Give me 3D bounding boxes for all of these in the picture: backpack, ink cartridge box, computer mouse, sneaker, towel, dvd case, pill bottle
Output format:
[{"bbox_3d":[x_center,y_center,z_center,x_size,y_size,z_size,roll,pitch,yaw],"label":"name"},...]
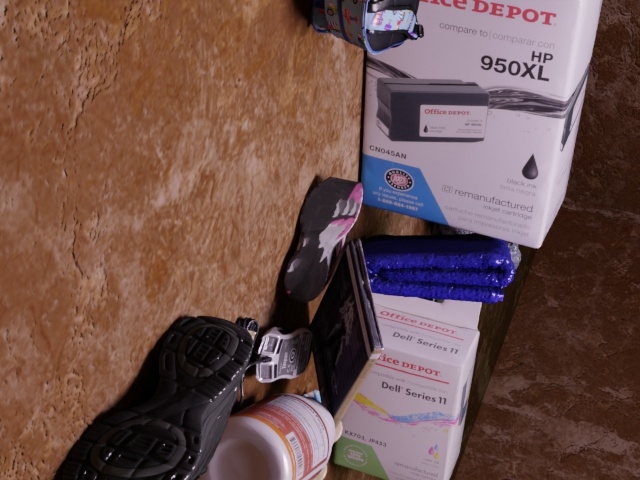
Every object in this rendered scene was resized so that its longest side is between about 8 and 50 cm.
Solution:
[{"bbox_3d":[0.051,-0.289,1.116,0.173,0.117,0.158,-41,143,-60],"label":"backpack"},{"bbox_3d":[0.218,-0.219,1.398,0.166,0.286,0.394,-53,151,-48],"label":"ink cartridge box"},{"bbox_3d":[-0.067,0.145,1.243,0.193,0.042,0.106,5,95,-66],"label":"computer mouse"},{"bbox_3d":[-0.147,0.202,0.957,0.286,0.109,0.130,-51,157,-47],"label":"sneaker"},{"bbox_3d":[0.164,0.039,1.448,0.308,0.228,0.076,-36,123,-81],"label":"towel"},{"bbox_3d":[0.143,0.236,1.664,0.119,0.207,0.353,-50,148,-55],"label":"ink cartridge box"},{"bbox_3d":[0.030,0.128,1.308,0.221,0.018,0.164,113,-27,-50],"label":"dvd case"},{"bbox_3d":[0.000,0.000,1.305,0.178,0.072,0.077,-63,172,-9],"label":"sneaker"},{"bbox_3d":[-0.058,0.257,1.226,0.216,0.121,0.121,-7,111,-71],"label":"pill bottle"}]

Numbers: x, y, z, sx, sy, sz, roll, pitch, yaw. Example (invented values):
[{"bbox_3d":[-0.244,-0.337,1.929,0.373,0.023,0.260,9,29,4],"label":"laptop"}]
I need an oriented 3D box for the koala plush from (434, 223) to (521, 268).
[{"bbox_3d":[0.293,-0.053,1.942,0.221,0.196,0.203,34,60,-70],"label":"koala plush"}]

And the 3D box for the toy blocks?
[{"bbox_3d":[-0.015,0.292,1.488,0.148,0.054,0.123,72,37,-59],"label":"toy blocks"}]

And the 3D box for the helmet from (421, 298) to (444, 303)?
[{"bbox_3d":[0.187,0.106,1.769,0.162,0.169,0.169,-18,122,-50],"label":"helmet"}]
